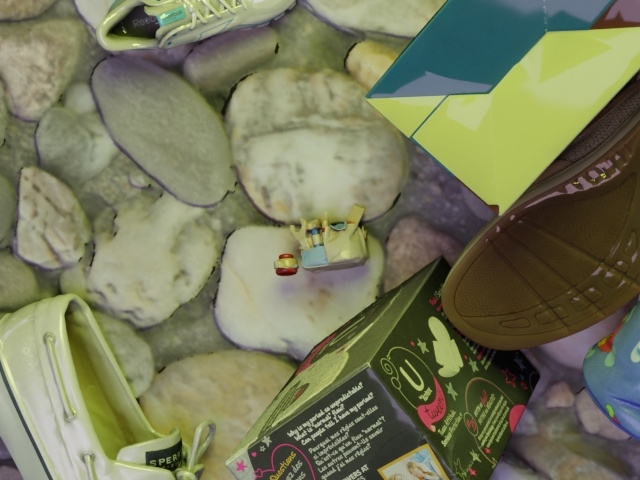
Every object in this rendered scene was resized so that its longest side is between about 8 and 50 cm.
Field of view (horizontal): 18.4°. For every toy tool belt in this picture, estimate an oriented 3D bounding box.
[{"bbox_3d":[0.000,0.000,1.688,0.083,0.052,0.051,-9,76,17],"label":"toy tool belt"}]

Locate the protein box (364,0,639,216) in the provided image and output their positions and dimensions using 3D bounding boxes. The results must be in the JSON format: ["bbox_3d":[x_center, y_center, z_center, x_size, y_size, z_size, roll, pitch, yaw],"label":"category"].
[{"bbox_3d":[0.166,-0.159,1.485,0.136,0.201,0.200,41,116,-1],"label":"protein box"}]

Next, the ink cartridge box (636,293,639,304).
[{"bbox_3d":[0.374,0.064,1.588,0.235,0.056,0.171,25,117,30],"label":"ink cartridge box"}]

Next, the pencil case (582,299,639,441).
[{"bbox_3d":[0.330,0.044,1.505,0.133,0.119,0.306,52,126,21],"label":"pencil case"}]

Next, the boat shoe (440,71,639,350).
[{"bbox_3d":[0.235,-0.042,1.561,0.121,0.110,0.341,43,113,-15],"label":"boat shoe"}]

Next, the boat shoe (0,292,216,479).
[{"bbox_3d":[-0.162,0.210,1.778,0.156,0.136,0.367,-27,90,21],"label":"boat shoe"}]

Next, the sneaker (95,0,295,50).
[{"bbox_3d":[-0.100,-0.190,1.624,0.190,0.083,0.071,-19,102,21],"label":"sneaker"}]

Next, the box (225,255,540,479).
[{"bbox_3d":[0.053,0.143,1.609,0.163,0.247,0.142,-36,94,25],"label":"box"}]
